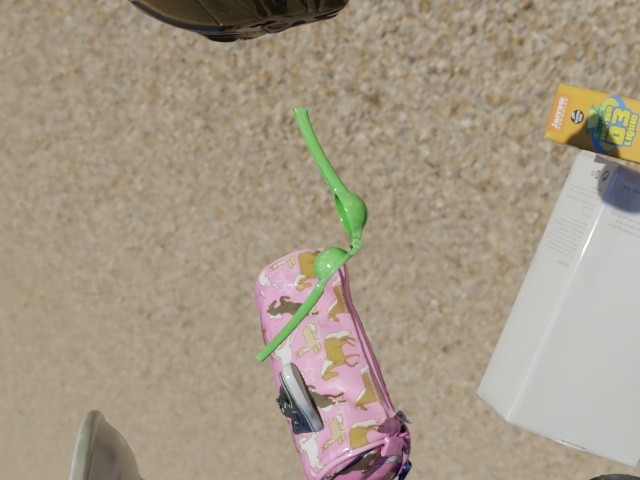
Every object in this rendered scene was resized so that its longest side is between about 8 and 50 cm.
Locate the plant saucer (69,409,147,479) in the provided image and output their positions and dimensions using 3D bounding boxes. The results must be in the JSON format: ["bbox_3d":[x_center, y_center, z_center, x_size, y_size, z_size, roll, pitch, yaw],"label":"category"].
[{"bbox_3d":[-0.284,0.435,1.669,0.100,0.401,0.400,3,158,-5],"label":"plant saucer"}]

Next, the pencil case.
[{"bbox_3d":[0.013,0.190,1.831,0.160,0.167,0.386,93,161,-50],"label":"pencil case"}]

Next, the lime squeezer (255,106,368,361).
[{"bbox_3d":[0.000,0.000,1.470,0.109,0.311,0.059,11,176,-22],"label":"lime squeezer"}]

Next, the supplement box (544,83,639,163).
[{"bbox_3d":[0.397,-0.130,1.495,0.233,0.078,0.080,18,-171,34],"label":"supplement box"}]

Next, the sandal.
[{"bbox_3d":[-0.069,-0.188,0.921,0.060,0.219,0.090,-34,77,41],"label":"sandal"}]

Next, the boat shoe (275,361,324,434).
[{"bbox_3d":[-0.030,0.194,1.453,0.142,0.040,0.049,67,-177,-52],"label":"boat shoe"}]

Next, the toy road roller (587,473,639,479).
[{"bbox_3d":[0.166,0.346,0.885,0.241,0.329,0.203,-110,0,-46],"label":"toy road roller"}]

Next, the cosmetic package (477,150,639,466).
[{"bbox_3d":[0.400,0.096,1.710,0.217,0.385,0.156,23,-173,-13],"label":"cosmetic package"}]
